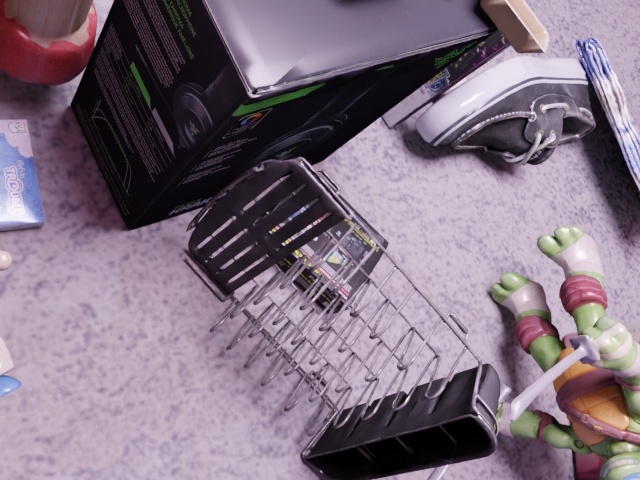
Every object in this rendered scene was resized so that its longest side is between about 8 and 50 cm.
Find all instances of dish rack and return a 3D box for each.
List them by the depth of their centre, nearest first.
[{"bbox_3d":[-0.001,0.071,0.523,0.271,0.208,0.074,49,44,-8],"label":"dish rack"}]

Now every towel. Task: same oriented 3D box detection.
[{"bbox_3d":[0.456,-0.162,0.935,0.209,0.034,0.285,-18,85,-59],"label":"towel"}]

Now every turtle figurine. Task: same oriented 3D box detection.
[{"bbox_3d":[0.217,0.115,0.633,0.274,0.198,0.266,-3,44,6],"label":"turtle figurine"}]

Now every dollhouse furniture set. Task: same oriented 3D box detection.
[{"bbox_3d":[0.153,-0.207,0.461,0.114,0.081,0.091,45,45,-18],"label":"dollhouse furniture set"}]

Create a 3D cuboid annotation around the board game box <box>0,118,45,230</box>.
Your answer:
[{"bbox_3d":[-0.272,-0.050,0.501,0.090,0.020,0.090,-9,79,-35],"label":"board game box"}]

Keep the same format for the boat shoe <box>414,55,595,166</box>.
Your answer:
[{"bbox_3d":[0.260,-0.155,0.803,0.335,0.121,0.119,-21,81,-37],"label":"boat shoe"}]

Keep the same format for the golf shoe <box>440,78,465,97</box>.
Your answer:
[{"bbox_3d":[0.147,-0.270,0.795,0.067,0.086,0.186,-12,82,-35],"label":"golf shoe"}]

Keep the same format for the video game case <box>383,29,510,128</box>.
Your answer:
[{"bbox_3d":[0.086,-0.265,0.680,0.041,0.210,0.232,-34,92,-35],"label":"video game case"}]

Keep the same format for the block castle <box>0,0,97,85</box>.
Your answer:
[{"bbox_3d":[-0.389,-0.216,0.375,0.453,0.212,0.303,-23,90,-33],"label":"block castle"}]

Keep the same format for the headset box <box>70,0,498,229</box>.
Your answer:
[{"bbox_3d":[-0.037,-0.144,0.519,0.246,0.283,0.131,-25,87,-36],"label":"headset box"}]

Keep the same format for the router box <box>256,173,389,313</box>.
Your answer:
[{"bbox_3d":[0.000,0.000,0.642,0.122,0.038,0.092,44,56,-12],"label":"router box"}]

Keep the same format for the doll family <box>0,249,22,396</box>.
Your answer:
[{"bbox_3d":[-0.320,0.060,0.397,0.262,0.118,0.163,-25,94,-17],"label":"doll family"}]

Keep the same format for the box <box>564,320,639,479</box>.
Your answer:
[{"bbox_3d":[0.395,0.224,0.757,0.148,0.126,0.233,14,68,-28],"label":"box"}]
